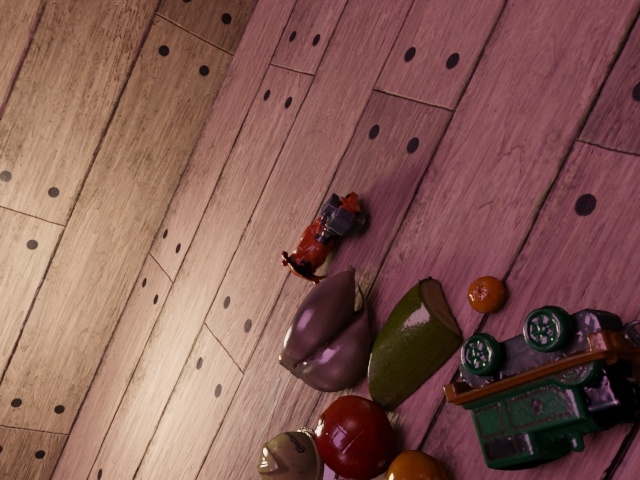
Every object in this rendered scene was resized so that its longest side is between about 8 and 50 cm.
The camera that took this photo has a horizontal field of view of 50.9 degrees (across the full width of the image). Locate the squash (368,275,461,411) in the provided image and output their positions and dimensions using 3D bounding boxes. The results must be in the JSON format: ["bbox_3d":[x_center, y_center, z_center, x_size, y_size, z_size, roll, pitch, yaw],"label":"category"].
[{"bbox_3d":[0.184,0.241,1.593,0.288,0.111,0.203,-49,37,30],"label":"squash"}]

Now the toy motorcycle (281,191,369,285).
[{"bbox_3d":[0.000,0.000,1.954,0.325,0.148,0.221,-48,16,38],"label":"toy motorcycle"}]

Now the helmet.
[{"bbox_3d":[-0.085,0.589,1.758,0.257,0.137,0.204,-6,69,53],"label":"helmet"}]

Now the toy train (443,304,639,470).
[{"bbox_3d":[0.408,0.267,1.212,0.429,0.178,0.249,-33,57,42],"label":"toy train"}]

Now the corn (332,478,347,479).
[{"bbox_3d":[0.047,0.718,1.514,0.130,0.130,0.347,-37,41,39],"label":"corn"}]

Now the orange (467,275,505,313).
[{"bbox_3d":[0.356,0.116,1.448,0.083,0.070,0.083,-26,53,40],"label":"orange"}]

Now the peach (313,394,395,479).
[{"bbox_3d":[0.085,0.463,1.554,0.197,0.197,0.197,-30,50,44],"label":"peach"}]

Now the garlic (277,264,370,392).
[{"bbox_3d":[0.047,0.234,1.767,0.340,0.231,0.246,-56,-12,-7],"label":"garlic"}]

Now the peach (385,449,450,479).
[{"bbox_3d":[0.200,0.505,1.402,0.138,0.138,0.138,-30,50,44],"label":"peach"}]
